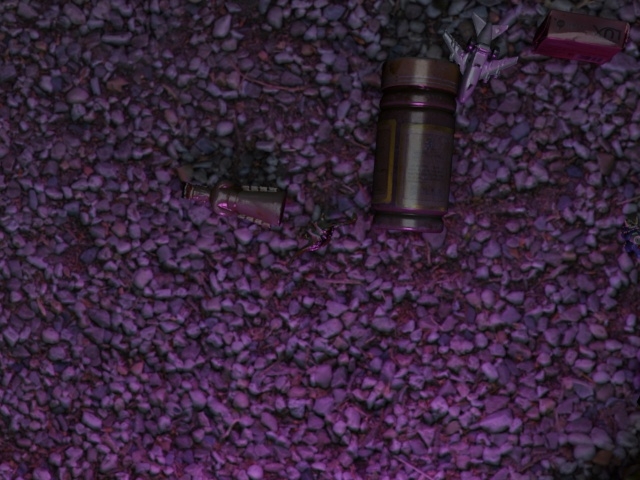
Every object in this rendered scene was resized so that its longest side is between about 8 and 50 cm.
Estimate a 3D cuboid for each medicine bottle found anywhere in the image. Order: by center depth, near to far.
[{"bbox_3d":[0.182,-0.179,1.313,0.151,0.151,0.323,5,91,5],"label":"medicine bottle"}]

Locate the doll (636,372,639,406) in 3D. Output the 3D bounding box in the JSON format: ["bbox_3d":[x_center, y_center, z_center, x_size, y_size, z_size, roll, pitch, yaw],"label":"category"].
[{"bbox_3d":[0.712,0.249,1.306,0.248,0.088,0.127,-38,66,-5],"label":"doll"}]

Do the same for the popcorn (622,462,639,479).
[{"bbox_3d":[0.640,0.581,1.205,0.311,0.312,0.313,0,90,5],"label":"popcorn"}]

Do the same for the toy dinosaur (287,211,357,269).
[{"bbox_3d":[-0.008,-0.013,1.390,0.180,0.037,0.058,-38,82,4],"label":"toy dinosaur"}]

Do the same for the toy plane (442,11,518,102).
[{"bbox_3d":[0.311,-0.359,1.346,0.162,0.065,0.171,18,87,-6],"label":"toy plane"}]

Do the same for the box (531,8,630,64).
[{"bbox_3d":[0.497,-0.391,1.303,0.156,0.111,0.060,10,91,4],"label":"box"}]

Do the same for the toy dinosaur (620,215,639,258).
[{"bbox_3d":[0.616,-0.004,1.326,0.030,0.047,0.083,-14,88,4],"label":"toy dinosaur"}]

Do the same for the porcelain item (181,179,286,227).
[{"bbox_3d":[-0.180,-0.083,1.396,0.213,0.054,0.084,10,89,4],"label":"porcelain item"}]
